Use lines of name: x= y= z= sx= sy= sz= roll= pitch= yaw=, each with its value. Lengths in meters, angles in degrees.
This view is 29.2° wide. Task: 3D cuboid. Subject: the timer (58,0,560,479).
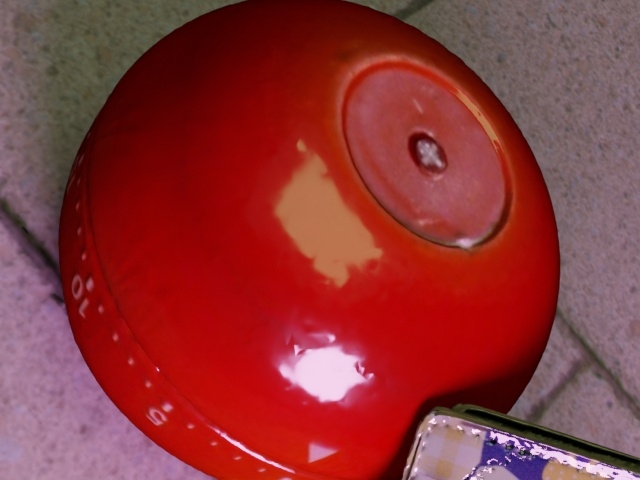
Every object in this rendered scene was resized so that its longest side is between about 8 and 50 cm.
timer: x=0.000 y=0.000 z=0.920 sx=0.378 sy=0.279 sz=0.378 roll=17 pitch=55 yaw=-26

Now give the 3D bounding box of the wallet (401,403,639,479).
wallet: x=0.122 y=0.276 z=0.803 sx=0.223 sy=0.077 sz=0.309 roll=19 pitch=94 yaw=3
